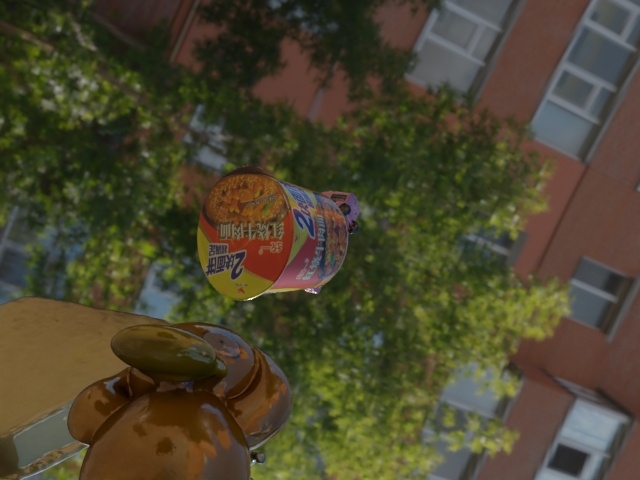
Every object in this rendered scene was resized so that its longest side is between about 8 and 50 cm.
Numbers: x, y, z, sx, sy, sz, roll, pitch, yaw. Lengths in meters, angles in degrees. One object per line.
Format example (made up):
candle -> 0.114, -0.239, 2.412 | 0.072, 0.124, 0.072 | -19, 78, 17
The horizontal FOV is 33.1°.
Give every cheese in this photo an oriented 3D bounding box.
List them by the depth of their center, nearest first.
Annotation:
cheese -> -0.429, 0.233, 1.693 | 0.384, 0.384, 0.104 | -108, -168, -59

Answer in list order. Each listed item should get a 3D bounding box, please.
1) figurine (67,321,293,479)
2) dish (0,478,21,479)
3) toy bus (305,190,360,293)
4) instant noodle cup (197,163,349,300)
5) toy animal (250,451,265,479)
figurine -> -0.133, 0.179, 0.985 | 0.215, 0.215, 0.228 | -28, -127, 58
dish -> -0.485, 0.379, 1.442 | 0.221, 0.262, 0.108 | -15, -115, 35
toy bus -> 0.000, 0.000, 1.912 | 0.090, 0.063, 0.203 | 7, -127, 29
instant noodle cup -> -0.067, -0.007, 1.738 | 0.213, 0.174, 0.213 | -4, -96, 40
toy animal -> -0.154, 0.323, 1.558 | 0.073, 0.217, 0.176 | -31, 174, -41
